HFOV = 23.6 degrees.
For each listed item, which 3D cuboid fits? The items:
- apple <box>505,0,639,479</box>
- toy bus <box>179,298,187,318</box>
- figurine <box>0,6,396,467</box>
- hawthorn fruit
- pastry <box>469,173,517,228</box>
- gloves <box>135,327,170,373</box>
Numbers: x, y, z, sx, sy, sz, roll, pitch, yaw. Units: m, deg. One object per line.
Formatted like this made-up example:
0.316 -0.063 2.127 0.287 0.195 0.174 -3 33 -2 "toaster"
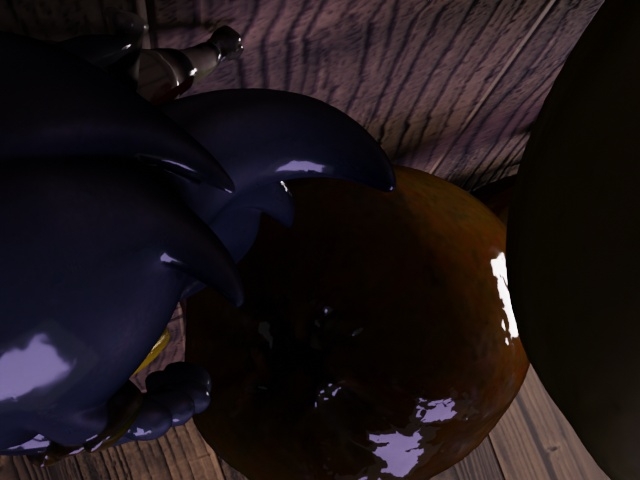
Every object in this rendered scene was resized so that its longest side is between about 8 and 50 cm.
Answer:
0.263 -0.046 0.791 0.312 0.320 0.360 19 112 -22 "apple"
-0.023 0.024 1.454 0.235 0.073 0.096 -16 166 -27 "toy bus"
-0.105 -0.013 0.625 0.265 0.197 0.175 -7 141 -43 "figurine"
0.043 0.065 1.198 0.268 0.267 0.301 -23 -179 26 "hawthorn fruit"
0.164 0.008 1.572 0.218 0.100 0.229 -35 -172 -24 "pastry"
-0.270 0.122 1.496 0.133 0.116 0.294 7 -163 30 "gloves"
